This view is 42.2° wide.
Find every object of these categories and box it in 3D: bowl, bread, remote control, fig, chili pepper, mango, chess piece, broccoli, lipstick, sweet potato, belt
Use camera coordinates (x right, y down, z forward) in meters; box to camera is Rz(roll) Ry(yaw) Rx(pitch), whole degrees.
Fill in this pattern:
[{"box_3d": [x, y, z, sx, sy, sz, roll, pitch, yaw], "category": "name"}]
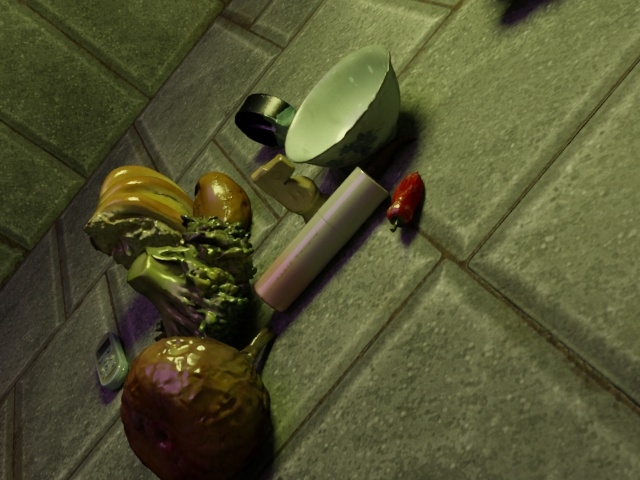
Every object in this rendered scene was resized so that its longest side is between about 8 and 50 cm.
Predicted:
[{"box_3d": [0.078, -0.256, 1.791, 0.313, 0.146, 0.313, -38, 30, 26], "category": "bowl"}, {"box_3d": [-0.426, -0.052, 2.155, 0.211, 0.316, 0.270, -32, 28, 29], "category": "bread"}, {"box_3d": [-0.553, 0.318, 2.196, 0.087, 0.047, 0.244, -55, 28, 4], "category": "remote control"}, {"box_3d": [-0.179, 0.275, 1.551, 0.286, 0.286, 0.369, -21, 11, 45], "category": "fig"}, {"box_3d": [0.159, -0.071, 1.561, 0.059, 0.050, 0.191, -30, 23, 42], "category": "chili pepper"}, {"box_3d": [-0.249, -0.077, 2.084, 0.151, 0.155, 0.248, -13, 34, -3], "category": "mango"}, {"box_3d": [-0.048, -0.097, 1.741, 0.090, 0.200, 0.090, -36, 33, 28], "category": "chess piece"}, {"box_3d": [-0.251, 0.109, 1.783, 0.324, 0.272, 0.334, -14, 48, 28], "category": "broccoli"}, {"box_3d": [0.000, 0.000, 1.678, 0.327, 0.087, 0.087, -49, 28, 9], "category": "lipstick"}, {"box_3d": [0.134, -0.172, 1.729, 0.153, 0.038, 0.041, -42, 53, 3], "category": "sweet potato"}, {"box_3d": [-0.134, -0.310, 2.175, 0.198, 0.151, 0.078, 6, 58, 48], "category": "belt"}]
